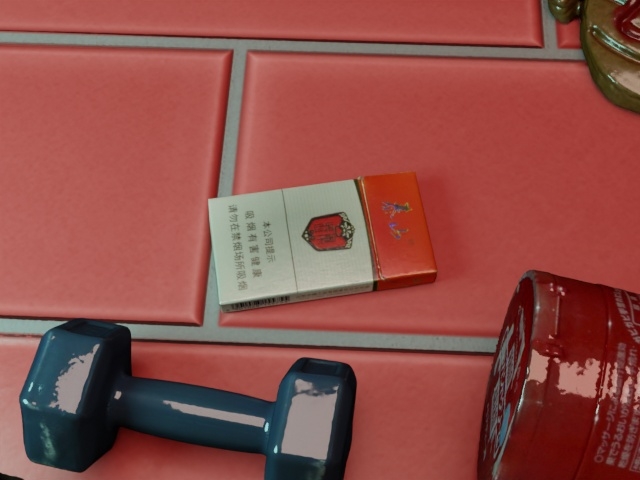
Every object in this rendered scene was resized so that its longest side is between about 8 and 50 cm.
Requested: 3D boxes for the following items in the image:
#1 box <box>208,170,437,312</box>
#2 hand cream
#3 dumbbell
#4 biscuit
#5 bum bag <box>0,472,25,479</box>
[{"bbox_3d":[0.000,0.000,1.044,0.245,0.035,0.139,-7,64,-2],"label":"box"},{"bbox_3d":[0.242,0.147,0.863,0.149,0.230,0.230,11,64,5],"label":"hand cream"},{"bbox_3d":[-0.125,0.170,0.901,0.316,0.156,0.143,10,35,5],"label":"dumbbell"},{"bbox_3d":[0.453,-0.318,1.181,0.314,0.063,0.367,8,65,3],"label":"biscuit"},{"bbox_3d":[-0.188,0.296,0.862,0.326,0.079,0.142,11,36,-4],"label":"bum bag"}]
